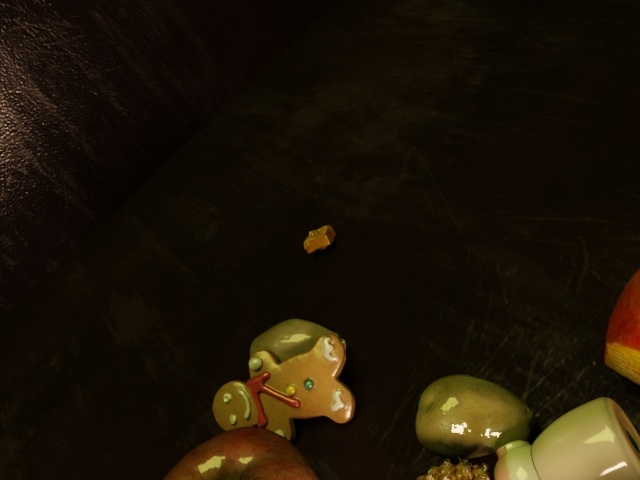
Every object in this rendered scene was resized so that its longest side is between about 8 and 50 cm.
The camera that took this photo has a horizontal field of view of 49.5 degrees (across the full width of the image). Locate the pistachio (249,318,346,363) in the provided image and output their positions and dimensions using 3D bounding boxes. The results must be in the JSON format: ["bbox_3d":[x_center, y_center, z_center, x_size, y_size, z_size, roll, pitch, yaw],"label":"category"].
[{"bbox_3d":[-0.057,0.256,1.596,0.238,0.138,0.153,-20,64,18],"label":"pistachio"}]

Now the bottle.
[{"bbox_3d":[0.376,0.354,1.078,0.236,0.147,0.147,-33,34,23],"label":"bottle"}]

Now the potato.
[{"bbox_3d":[0.269,0.311,1.210,0.194,0.157,0.157,2,50,26],"label":"potato"}]

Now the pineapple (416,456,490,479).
[{"bbox_3d":[0.181,0.429,1.114,0.176,0.136,0.161,122,159,-43],"label":"pineapple"}]

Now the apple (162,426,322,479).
[{"bbox_3d":[-0.133,0.521,1.225,0.338,0.305,0.338,-16,32,10],"label":"apple"}]

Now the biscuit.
[{"bbox_3d":[-0.091,0.338,1.503,0.339,0.047,0.216,-16,78,19],"label":"biscuit"}]

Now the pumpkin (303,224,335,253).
[{"bbox_3d":[0.000,0.000,1.909,0.074,0.054,0.083,-19,17,21],"label":"pumpkin"}]

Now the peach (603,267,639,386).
[{"bbox_3d":[0.617,0.114,1.037,0.380,0.242,0.306,-32,39,11],"label":"peach"}]
